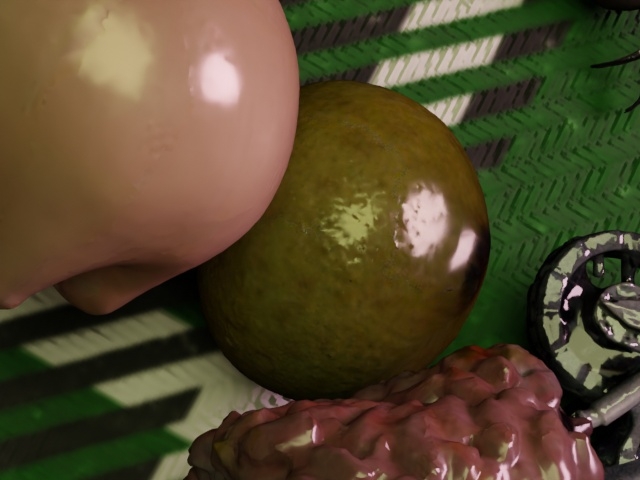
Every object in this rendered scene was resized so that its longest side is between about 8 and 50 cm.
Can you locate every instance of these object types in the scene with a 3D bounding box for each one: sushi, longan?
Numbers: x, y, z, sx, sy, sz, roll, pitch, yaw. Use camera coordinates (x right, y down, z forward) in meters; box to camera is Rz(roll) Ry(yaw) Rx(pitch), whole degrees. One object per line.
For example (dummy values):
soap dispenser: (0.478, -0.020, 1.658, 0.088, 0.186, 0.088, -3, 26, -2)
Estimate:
sushi: (0.053, 0.187, 0.707, 0.171, 0.236, 0.270, -11, 86, -26)
longan: (0.000, 0.000, 0.808, 0.155, 0.176, 0.145, -56, 133, -38)

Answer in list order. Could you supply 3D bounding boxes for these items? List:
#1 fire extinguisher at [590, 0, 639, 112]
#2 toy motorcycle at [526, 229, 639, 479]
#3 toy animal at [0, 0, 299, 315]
fire extinguisher: (0.142, -0.207, 0.925, 0.089, 0.072, 0.268, -30, 81, 10)
toy motorcycle: (0.247, 0.092, 0.841, 0.307, 0.108, 0.173, 9, 78, -6)
toy animal: (-0.134, -0.134, 0.721, 0.326, 0.237, 0.269, 37, 101, 21)
